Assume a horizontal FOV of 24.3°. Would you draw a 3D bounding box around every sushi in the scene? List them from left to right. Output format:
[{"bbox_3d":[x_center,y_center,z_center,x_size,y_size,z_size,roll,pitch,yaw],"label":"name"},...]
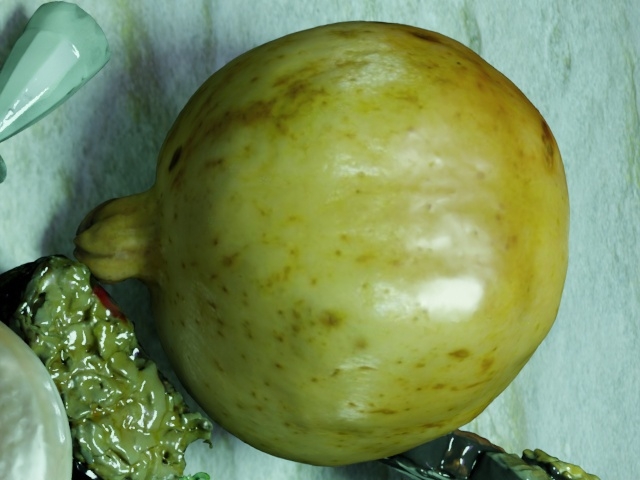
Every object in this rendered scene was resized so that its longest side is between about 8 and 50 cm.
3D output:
[{"bbox_3d":[-0.195,0.120,1.158,0.147,0.115,0.212,-41,111,-37],"label":"sushi"},{"bbox_3d":[0.173,0.219,1.427,0.294,0.292,0.059,23,88,-44],"label":"sushi"}]

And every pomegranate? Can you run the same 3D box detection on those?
[{"bbox_3d":[0.000,0.000,1.243,0.410,0.410,0.410,9,78,-47],"label":"pomegranate"}]

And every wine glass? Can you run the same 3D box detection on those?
[{"bbox_3d":[-0.238,-0.118,1.191,0.073,0.073,0.155,53,53,-29],"label":"wine glass"}]

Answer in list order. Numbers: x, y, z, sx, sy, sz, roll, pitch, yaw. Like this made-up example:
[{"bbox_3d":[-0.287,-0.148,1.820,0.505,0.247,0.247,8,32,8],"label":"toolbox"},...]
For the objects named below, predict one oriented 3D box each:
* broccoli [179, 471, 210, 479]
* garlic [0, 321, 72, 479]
[{"bbox_3d":[-0.067,0.295,1.213,0.245,0.265,0.294,39,25,-7],"label":"broccoli"},{"bbox_3d":[-0.306,0.153,0.992,0.279,0.132,0.325,1,80,-16],"label":"garlic"}]
